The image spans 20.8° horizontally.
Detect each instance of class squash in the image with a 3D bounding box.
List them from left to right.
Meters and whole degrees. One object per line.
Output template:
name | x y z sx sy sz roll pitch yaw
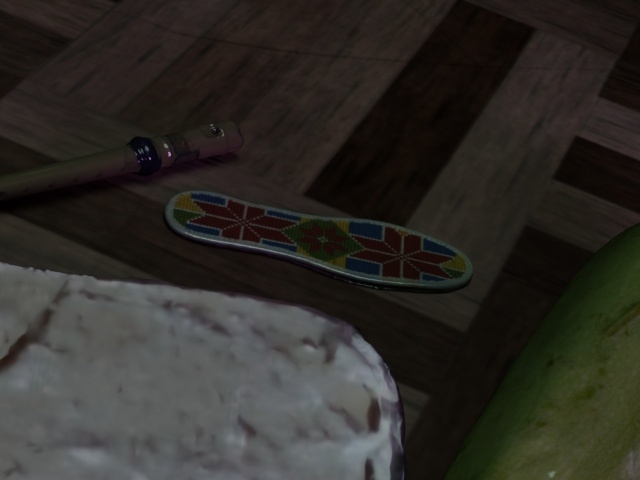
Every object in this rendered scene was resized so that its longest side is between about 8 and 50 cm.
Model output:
squash | 0.145 0.094 0.897 0.118 0.118 0.370 27 37 17

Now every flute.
flute | -0.142 -0.042 1.050 0.233 0.027 0.027 -15 45 -37

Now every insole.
insole | 0.000 0.000 1.063 0.193 0.006 0.065 13 35 -5

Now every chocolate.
chocolate | -0.090 0.102 0.828 0.254 0.080 0.157 9 50 -7
